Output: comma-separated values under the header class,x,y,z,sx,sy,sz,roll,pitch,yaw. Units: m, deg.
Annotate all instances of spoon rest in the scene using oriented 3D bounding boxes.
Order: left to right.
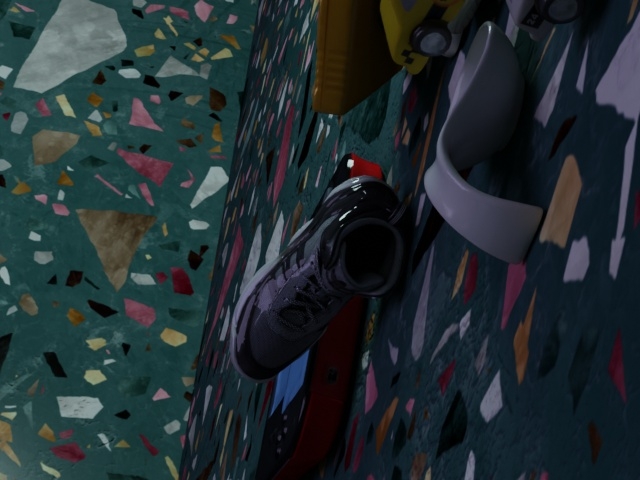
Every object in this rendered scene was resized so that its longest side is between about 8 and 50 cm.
class,x,y,z,sx,sy,sz,roll,pitch,yaw
spoon rest,0.130,-0.088,1.346,0.276,0.084,0.137,-91,17,-56

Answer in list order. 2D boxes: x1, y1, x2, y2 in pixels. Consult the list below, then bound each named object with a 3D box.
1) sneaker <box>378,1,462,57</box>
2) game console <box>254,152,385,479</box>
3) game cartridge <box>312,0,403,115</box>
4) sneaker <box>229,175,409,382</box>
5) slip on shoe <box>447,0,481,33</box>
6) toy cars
class,x,y,z,sx,sy,sz,roll,pitch,yaw
sneaker,0.105,-0.238,1.726,0.152,0.084,0.058,-117,41,-76
game console,-0.013,0.111,1.980,0.342,0.060,0.387,130,153,-65
game cartridge,0.061,-0.328,1.799,0.285,0.052,0.324,-44,-37,-65
sneaker,-0.001,0.050,1.718,0.268,0.101,0.153,-53,14,1
slip on shoe,0.132,-0.333,1.658,0.123,0.101,0.331,115,166,-44
toy cars,0.132,-0.247,1.294,0.393,0.087,0.176,-5,74,65
